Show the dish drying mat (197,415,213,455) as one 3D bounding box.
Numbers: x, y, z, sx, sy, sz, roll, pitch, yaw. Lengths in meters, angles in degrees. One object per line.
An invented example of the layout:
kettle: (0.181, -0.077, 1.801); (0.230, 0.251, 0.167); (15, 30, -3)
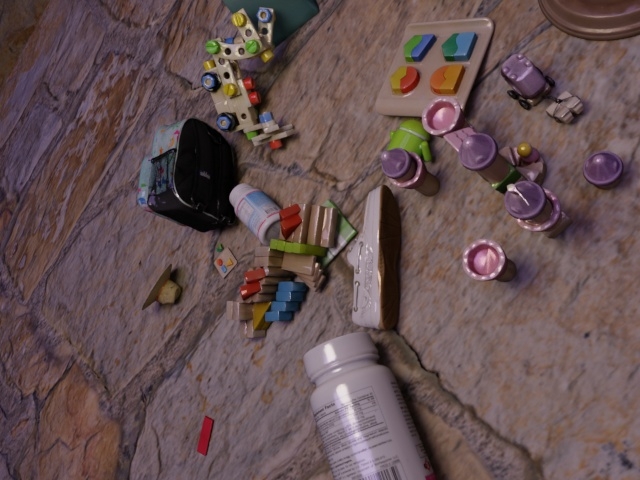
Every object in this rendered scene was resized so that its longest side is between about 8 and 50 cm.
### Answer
dish drying mat: (-0.270, 0.458, 1.171); (0.032, 0.008, 0.083); (8, 85, 37)

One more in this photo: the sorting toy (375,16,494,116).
sorting toy: (0.217, -0.342, 0.979); (0.193, 0.038, 0.208); (14, 79, 36)

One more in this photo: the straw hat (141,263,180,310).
straw hat: (-0.400, 0.136, 1.301); (0.061, 0.144, 0.144); (31, 100, -7)

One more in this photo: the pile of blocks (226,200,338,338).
pile of blocks: (-0.092, 0.075, 1.045); (0.149, 0.113, 0.362); (38, 109, 35)

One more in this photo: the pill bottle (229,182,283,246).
pill bottle: (-0.143, -0.064, 1.152); (0.160, 0.087, 0.087); (45, 105, 34)

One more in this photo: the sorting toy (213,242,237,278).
sorting toy: (-0.245, 0.047, 1.245); (0.062, 0.012, 0.083); (-50, 57, 16)

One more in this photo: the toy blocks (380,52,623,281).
toy blocks: (0.269, -0.134, 0.770); (0.309, 0.260, 0.288); (-45, 57, 19)

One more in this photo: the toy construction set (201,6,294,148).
toy construction set: (-0.170, -0.369, 1.198); (0.215, 0.151, 0.327); (-14, 92, 18)

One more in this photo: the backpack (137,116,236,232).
backpack: (-0.316, -0.161, 1.216); (0.191, 0.225, 0.253); (-8, 71, 29)

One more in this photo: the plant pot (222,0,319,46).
plant pot: (-0.153, -0.621, 1.198); (0.166, 0.234, 0.165); (-28, 64, 27)

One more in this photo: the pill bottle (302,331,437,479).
pill bottle: (0.076, 0.315, 0.864); (0.160, 0.160, 0.282); (-33, 62, 25)

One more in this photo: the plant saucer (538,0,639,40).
plant saucer: (0.501, -0.468, 0.821); (0.278, 0.041, 0.277); (-9, 73, 33)

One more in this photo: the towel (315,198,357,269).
towel: (0.000, 0.000, 1.081); (0.152, 0.023, 0.113); (-46, 60, 15)

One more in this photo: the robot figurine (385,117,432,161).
robot figurine: (0.169, -0.183, 0.971); (0.101, 0.067, 0.115); (33, 99, 48)

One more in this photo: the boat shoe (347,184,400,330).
boat shoe: (0.093, 0.030, 0.957); (0.096, 0.098, 0.276); (-3, 79, 34)
